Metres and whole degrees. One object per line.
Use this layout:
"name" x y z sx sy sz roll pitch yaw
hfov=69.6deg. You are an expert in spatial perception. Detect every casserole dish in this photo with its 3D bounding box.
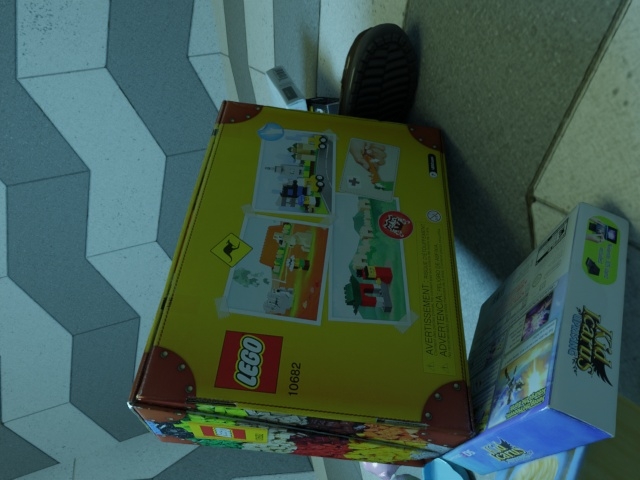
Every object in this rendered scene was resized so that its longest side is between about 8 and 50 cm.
"casserole dish" 0.284 0.551 1.021 0.114 0.037 0.188 12 117 46

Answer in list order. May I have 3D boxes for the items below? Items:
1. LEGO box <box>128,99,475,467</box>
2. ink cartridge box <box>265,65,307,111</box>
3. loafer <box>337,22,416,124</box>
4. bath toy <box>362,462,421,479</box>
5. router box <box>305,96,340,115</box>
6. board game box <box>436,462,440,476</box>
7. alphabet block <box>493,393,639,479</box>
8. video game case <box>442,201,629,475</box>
"LEGO box" -0.007 0.040 0.694 0.193 0.373 0.499 100 177 -55
"ink cartridge box" -0.074 -0.310 1.215 0.232 0.066 0.189 72 172 -49
"loafer" 0.080 -0.239 0.886 0.365 0.134 0.130 95 154 -48
"bath toy" 0.160 0.504 1.115 0.129 0.152 0.347 81 169 -81
"router box" 0.028 -0.203 1.179 0.243 0.081 0.308 -138 37 -62
"board game box" 0.232 0.457 1.166 0.259 0.039 0.124 -152 50 -64
"alphabet block" 0.288 0.296 0.446 0.197 0.193 0.192 34 150 14
"video game case" 0.244 0.129 0.542 0.061 0.244 0.269 24 148 9
